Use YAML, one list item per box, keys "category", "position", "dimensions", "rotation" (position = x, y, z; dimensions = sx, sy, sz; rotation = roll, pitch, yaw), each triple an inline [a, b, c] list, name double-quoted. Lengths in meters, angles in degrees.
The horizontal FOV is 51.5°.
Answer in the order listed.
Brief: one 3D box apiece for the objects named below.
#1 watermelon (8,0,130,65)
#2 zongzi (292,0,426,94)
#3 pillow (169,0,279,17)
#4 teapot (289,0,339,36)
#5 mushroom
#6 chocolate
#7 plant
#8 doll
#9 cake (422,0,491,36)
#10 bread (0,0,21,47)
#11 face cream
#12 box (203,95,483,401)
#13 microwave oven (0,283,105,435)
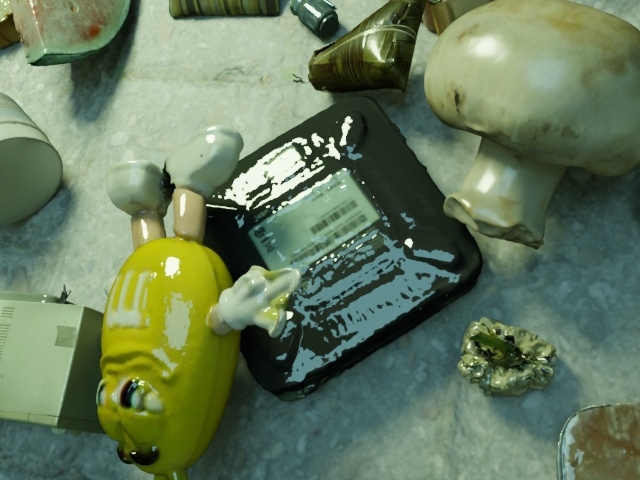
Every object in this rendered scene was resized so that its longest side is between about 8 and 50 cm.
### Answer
- category: "watermelon"
  position: [-0.467, -0.428, 1.149]
  dimensions: [0.148, 0.226, 0.318]
  rotation: [-15, 53, 39]
- category: "zongzi"
  position: [0.067, -0.307, 0.988]
  dimensions: [0.187, 0.084, 0.184]
  rotation: [6, 75, 41]
- category: "pillow"
  position: [-0.174, -0.488, 1.122]
  dimensions: [0.212, 0.052, 0.208]
  rotation: [4, 112, 16]
- category: "teapot"
  position: [-0.004, -0.373, 1.078]
  dimensions: [0.063, 0.049, 0.083]
  rotation: [-42, 66, -1]
- category: "mushroom"
  position: [0.257, -0.140, 0.812]
  dimensions: [0.297, 0.297, 0.290]
  rotation: [26, 108, 22]
- category: "chocolate"
  position: [0.352, 0.311, 0.723]
  dimensions: [0.157, 0.080, 0.254]
  rotation: [-11, 66, 28]
- category: "plant"
  position: [0.222, 0.131, 0.804]
  dimensions: [0.116, 0.122, 0.104]
  rotation: [-8, 58, 21]
- category: "doll"
  position: [-0.173, 0.062, 0.830]
  dimensions: [0.348, 0.161, 0.423]
  rotation: [-49, 50, 25]
- category: "cake"
  position: [0.171, -0.403, 1.046]
  dimensions: [0.109, 0.090, 0.225]
  rotation: [-44, 47, 0]
- category: "bread"
  position: [-0.627, -0.480, 1.281]
  dimensions: [0.236, 0.070, 0.236]
  rotation: [-5, 71, 14]
- category: "face cream"
  position: [-0.535, -0.137, 1.076]
  dimensions: [0.177, 0.177, 0.153]
  rotation: [-45, 64, -3]
- category: "box"
  position: [0.000, 0.000, 0.925]
  dimensions: [0.359, 0.091, 0.350]
  rotation: [-33, 66, 1]
- category: "microwave oven"
  position: [-0.418, 0.171, 0.954]
  dimensions: [0.240, 0.145, 0.194]
  rotation: [2, 69, 17]
